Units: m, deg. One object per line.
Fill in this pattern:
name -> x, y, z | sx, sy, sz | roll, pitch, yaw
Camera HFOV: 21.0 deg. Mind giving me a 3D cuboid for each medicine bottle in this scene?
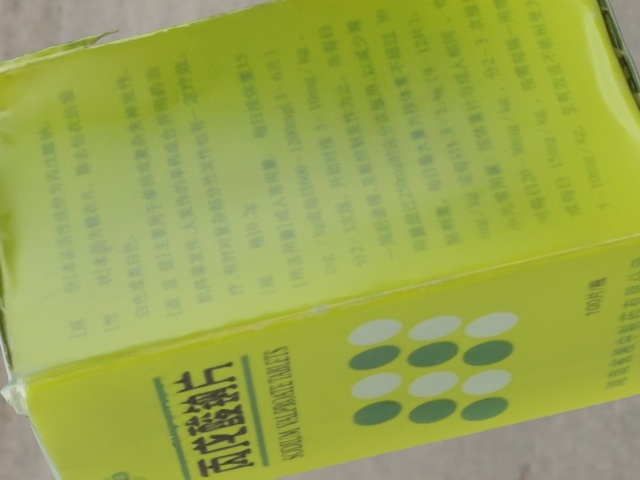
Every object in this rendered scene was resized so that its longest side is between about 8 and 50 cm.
medicine bottle -> 0.000, 0.000, 0.656 | 0.137, 0.250, 0.141 | 84, 171, -63
